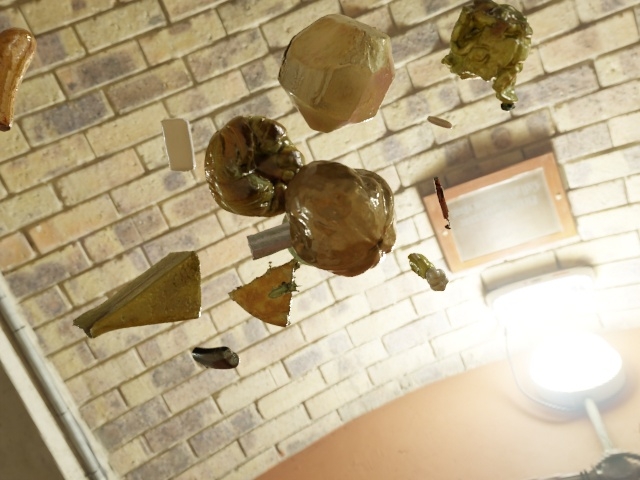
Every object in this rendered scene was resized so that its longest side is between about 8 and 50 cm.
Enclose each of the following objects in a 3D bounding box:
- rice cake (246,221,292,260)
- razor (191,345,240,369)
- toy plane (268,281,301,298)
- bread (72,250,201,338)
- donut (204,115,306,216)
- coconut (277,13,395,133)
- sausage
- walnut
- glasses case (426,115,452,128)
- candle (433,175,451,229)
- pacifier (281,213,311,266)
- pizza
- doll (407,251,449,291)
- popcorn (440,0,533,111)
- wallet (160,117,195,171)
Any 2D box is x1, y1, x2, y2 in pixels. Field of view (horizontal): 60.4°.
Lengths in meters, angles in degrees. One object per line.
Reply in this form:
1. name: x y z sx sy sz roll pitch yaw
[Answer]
1. rice cake: -0.123 -0.019 1.985 0.297 0.050 0.106 -19 -138 -16
2. razor: -0.321 0.354 1.662 0.148 0.090 0.054 -8 -134 36
3. toy plane: -0.111 0.147 1.656 0.111 0.040 0.102 -12 -172 -35
4. bread: -0.593 0.165 1.764 0.361 0.245 0.233 -3 179 -40
5. donut: -0.215 -0.234 1.801 0.360 0.360 0.170 -33 -166 -34
6. coconut: 0.046 -0.496 1.671 0.352 0.353 0.352 -22 -166 6
7. sausage: -0.792 -0.410 1.371 0.108 0.271 0.109 12 168 3
8. walnut: 0.062 -0.072 1.692 0.381 0.381 0.381 -22 -166 6
9. glasses case: 0.365 -0.362 1.687 0.083 0.032 0.021 25 -98 29
10. candle: 0.342 -0.099 1.534 0.021 0.167 0.026 -28 -152 -14
11. pacifier: 0.000 0.000 2.218 0.269 0.343 0.288 -89 -158 -72
12. pizza: -0.168 0.187 2.123 0.288 0.280 0.075 -50 -167 5
13. doll: 0.317 0.092 1.626 0.062 0.106 0.162 -42 -144 -1
14. popcorn: 0.510 -0.584 1.669 0.293 0.293 0.237 -30 159 -26
15. wallet: -0.473 -0.318 1.841 0.095 0.190 0.033 -3 -151 4
